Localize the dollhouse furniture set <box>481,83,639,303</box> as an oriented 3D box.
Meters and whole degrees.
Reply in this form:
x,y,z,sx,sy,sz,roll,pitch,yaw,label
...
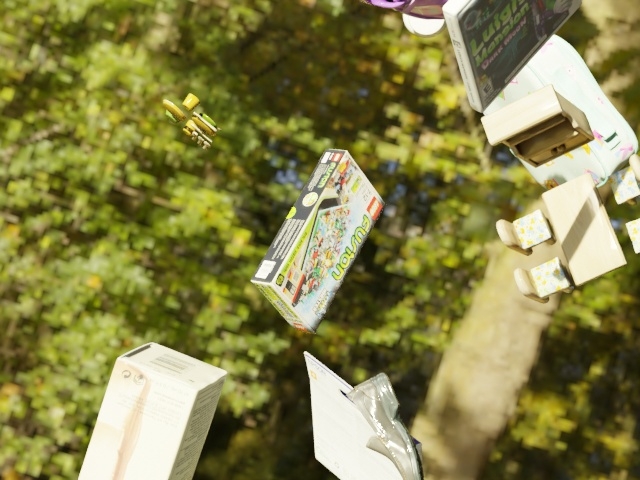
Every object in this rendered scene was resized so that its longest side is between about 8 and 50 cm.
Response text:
x,y,z,sx,sy,sz,roll,pitch,yaw,label
0.331,-0.066,1.966,0.212,0.242,0.161,-26,-21,22,dollhouse furniture set

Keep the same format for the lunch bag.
x,y,z,sx,sy,sz,roll,pitch,yaw,label
0.407,-0.206,2.469,0.279,0.108,0.224,51,-25,-4,lunch bag

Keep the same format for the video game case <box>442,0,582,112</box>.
x,y,z,sx,sy,sz,roll,pitch,yaw,label
0.217,-0.259,1.608,0.022,0.190,0.173,33,-18,33,video game case

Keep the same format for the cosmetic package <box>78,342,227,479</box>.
x,y,z,sx,sy,sz,roll,pitch,yaw,label
-0.252,0.310,2.055,0.129,0.296,0.153,20,8,10,cosmetic package

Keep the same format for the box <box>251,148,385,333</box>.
x,y,z,sx,sy,sz,roll,pitch,yaw,label
0.000,0.000,1.824,0.036,0.207,0.114,8,-31,40,box

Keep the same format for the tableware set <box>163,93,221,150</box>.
x,y,z,sx,sy,sz,roll,pitch,yaw,label
-0.204,-0.197,2.306,0.104,0.024,0.154,40,-13,-2,tableware set

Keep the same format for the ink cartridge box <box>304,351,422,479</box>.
x,y,z,sx,sy,sz,roll,pitch,yaw,label
0.066,0.289,2.148,0.223,0.045,0.224,35,-38,41,ink cartridge box

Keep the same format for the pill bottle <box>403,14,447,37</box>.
x,y,z,sx,sy,sz,roll,pitch,yaw,label
0.197,-0.425,2.724,0.087,0.087,0.160,17,13,-2,pill bottle

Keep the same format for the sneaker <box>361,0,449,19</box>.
x,y,z,sx,sy,sz,roll,pitch,yaw,label
0.124,-0.347,1.978,0.236,0.095,0.104,6,16,-20,sneaker

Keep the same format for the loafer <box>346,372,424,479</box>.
x,y,z,sx,sy,sz,roll,pitch,yaw,label
0.089,0.260,1.903,0.061,0.170,0.062,-22,-25,2,loafer
